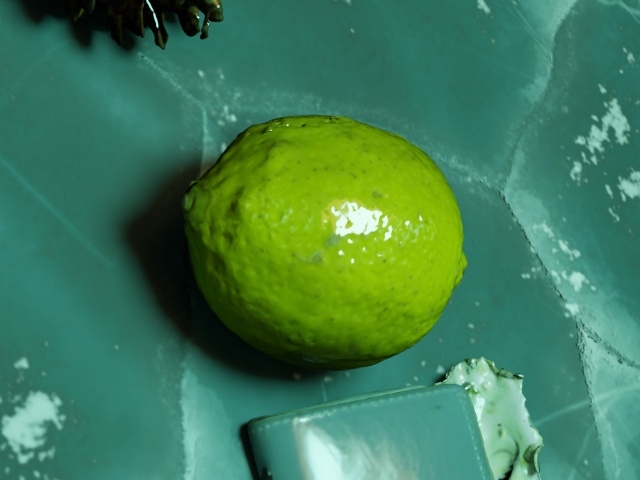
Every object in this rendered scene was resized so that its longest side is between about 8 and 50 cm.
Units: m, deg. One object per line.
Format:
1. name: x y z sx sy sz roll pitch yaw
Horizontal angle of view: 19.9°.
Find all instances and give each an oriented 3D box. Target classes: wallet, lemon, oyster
1. wallet: 0.087 0.320 1.795 0.252 0.083 0.360 -11 77 -25
2. lemon: 0.000 0.000 1.788 0.310 0.253 0.253 12 62 -25
3. oyster: 0.176 0.228 1.933 0.133 0.072 0.209 -19 65 -12

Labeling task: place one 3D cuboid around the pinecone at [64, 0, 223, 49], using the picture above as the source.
1. pinecone: -0.169 -0.342 1.820 0.296 0.242 0.298 23 52 -25
